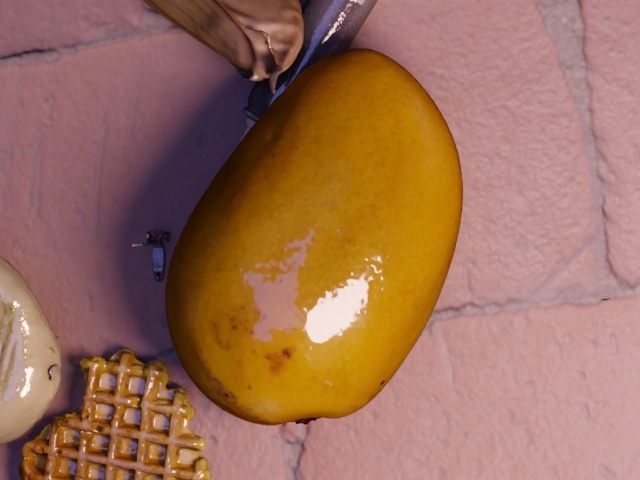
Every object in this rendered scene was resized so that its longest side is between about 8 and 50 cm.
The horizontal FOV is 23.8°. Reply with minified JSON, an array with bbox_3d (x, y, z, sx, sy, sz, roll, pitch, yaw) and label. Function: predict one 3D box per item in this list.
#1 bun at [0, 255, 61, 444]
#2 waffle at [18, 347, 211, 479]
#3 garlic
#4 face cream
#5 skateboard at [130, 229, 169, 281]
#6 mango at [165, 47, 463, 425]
[{"bbox_3d":[-0.437,0.136,1.823,0.259,0.160,0.259,1,83,-8],"label":"bun"},{"bbox_3d":[-0.262,0.268,1.850,0.253,0.056,0.249,-25,87,8],"label":"waffle"},{"bbox_3d":[-0.124,-0.275,1.758,0.151,0.196,0.338,-46,74,23],"label":"garlic"},{"bbox_3d":[-0.008,-0.230,1.807,0.073,0.073,0.283,33,94,6],"label":"face cream"},{"bbox_3d":[-0.204,0.019,1.827,0.032,0.083,0.064,0,91,7],"label":"skateboard"},{"bbox_3d":[0.000,0.000,1.731,0.300,0.232,0.446,22,87,1],"label":"mango"}]
